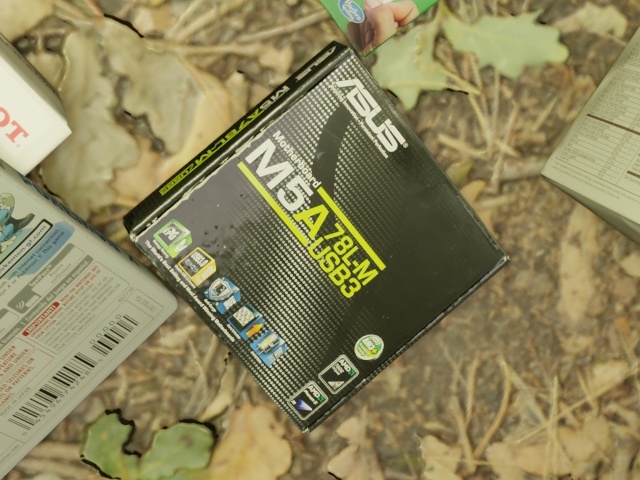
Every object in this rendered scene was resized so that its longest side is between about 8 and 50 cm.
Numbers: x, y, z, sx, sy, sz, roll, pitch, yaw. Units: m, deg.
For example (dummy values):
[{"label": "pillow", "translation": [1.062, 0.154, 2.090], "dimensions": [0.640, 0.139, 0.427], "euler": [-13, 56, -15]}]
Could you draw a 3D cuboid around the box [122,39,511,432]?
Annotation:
[{"label": "box", "translation": [0.000, 0.000, 0.930], "dimensions": [0.184, 0.045, 0.190], "euler": [-39, 112, 0]}]

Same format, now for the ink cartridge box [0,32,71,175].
[{"label": "ink cartridge box", "translation": [-0.285, -0.052, 0.805], "dimensions": [0.237, 0.100, 0.172], "euler": [-43, 112, -1]}]

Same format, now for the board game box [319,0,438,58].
[{"label": "board game box", "translation": [0.016, -0.295, 0.830], "dimensions": [0.213, 0.046, 0.317], "euler": [-36, 110, 7]}]

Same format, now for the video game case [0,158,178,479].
[{"label": "video game case", "translation": [-0.269, 0.089, 0.789], "dimensions": [0.329, 0.036, 0.300], "euler": [-43, 148, 1]}]

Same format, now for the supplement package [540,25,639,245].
[{"label": "supplement package", "translation": [0.324, -0.081, 0.916], "dimensions": [0.199, 0.198, 0.262], "euler": [33, 94, -20]}]
